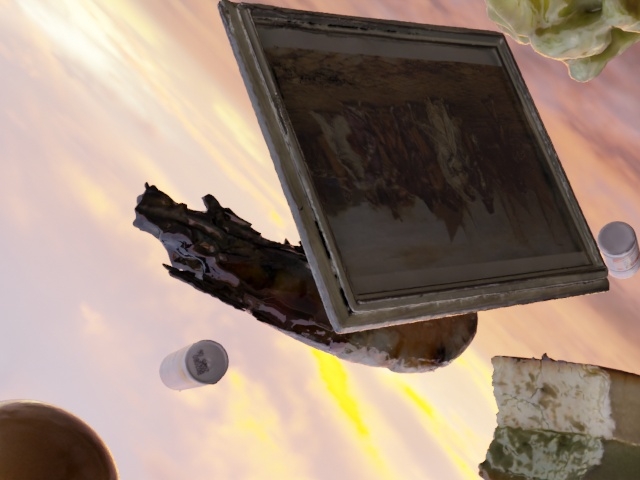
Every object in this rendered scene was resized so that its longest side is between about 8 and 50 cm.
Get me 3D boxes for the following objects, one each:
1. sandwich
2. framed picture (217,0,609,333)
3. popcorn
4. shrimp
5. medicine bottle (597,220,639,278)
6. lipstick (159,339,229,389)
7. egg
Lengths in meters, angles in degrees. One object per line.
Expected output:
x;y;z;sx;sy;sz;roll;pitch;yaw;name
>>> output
0.212;0.160;0.963;0.186;0.108;0.220;14;171;-20;sandwich
0.073;-0.054;0.729;0.274;0.017;0.217;-6;-110;-45;framed picture
0.348;-0.362;1.422;0.312;0.312;0.312;45;-178;-2;popcorn
0.000;0.000;1.103;0.364;0.071;0.233;23;-128;-17;shrimp
0.437;0.014;1.678;0.057;0.057;0.089;46;176;32;medicine bottle
-0.171;0.168;1.525;0.059;0.059;0.264;45;163;-5;lipstick
-0.460;0.388;1.775;0.351;0.283;0.282;3;149;44;egg
